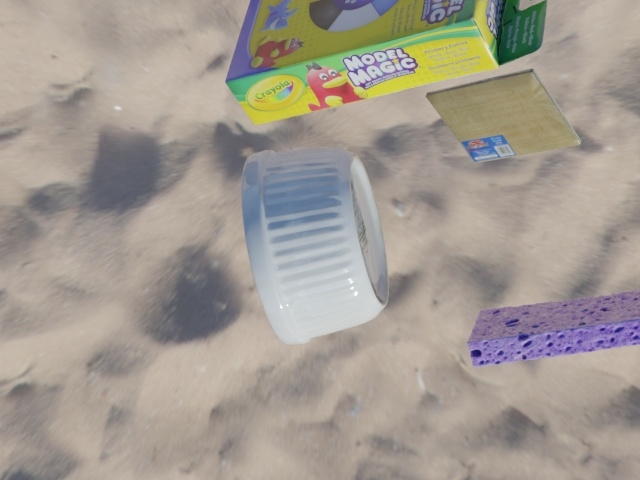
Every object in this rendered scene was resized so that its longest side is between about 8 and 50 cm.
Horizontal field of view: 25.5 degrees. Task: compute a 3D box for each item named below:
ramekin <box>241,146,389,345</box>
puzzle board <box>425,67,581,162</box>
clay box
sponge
[{"bbox_3d":[0.000,0.000,1.468,0.109,0.207,0.207,-11,94,12],"label":"ramekin"},{"bbox_3d":[0.176,-0.120,1.365,0.096,0.128,0.011,50,52,-29],"label":"puzzle board"},{"bbox_3d":[0.050,-0.163,0.996,0.222,0.127,0.053,-12,135,27],"label":"clay box"},{"bbox_3d":[0.263,0.087,1.460,0.210,0.117,0.031,-9,101,16],"label":"sponge"}]
